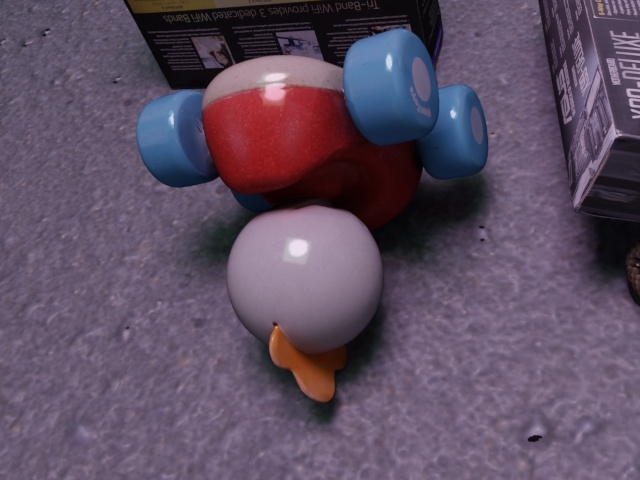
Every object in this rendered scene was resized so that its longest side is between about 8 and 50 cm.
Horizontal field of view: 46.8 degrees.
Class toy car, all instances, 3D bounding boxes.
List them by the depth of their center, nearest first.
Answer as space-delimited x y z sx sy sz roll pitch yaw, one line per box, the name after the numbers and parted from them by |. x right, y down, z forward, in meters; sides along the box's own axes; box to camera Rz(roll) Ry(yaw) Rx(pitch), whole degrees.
0.000 0.000 0.557 0.219 0.210 0.237 -7 78 29 | toy car

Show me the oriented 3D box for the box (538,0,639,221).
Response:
0.301 -0.141 0.556 0.243 0.076 0.307 7 52 -2 | box

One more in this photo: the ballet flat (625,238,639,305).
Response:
0.311 0.054 0.456 0.250 0.058 0.084 30 65 35 | ballet flat

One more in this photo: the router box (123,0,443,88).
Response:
-0.051 -0.268 0.720 0.309 0.243 0.081 3 53 20 | router box
